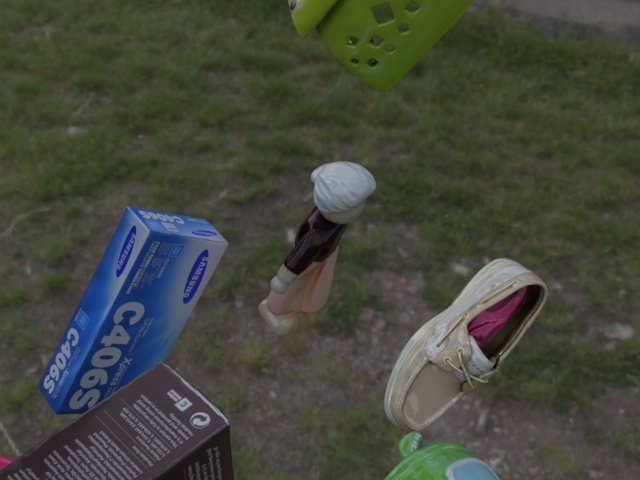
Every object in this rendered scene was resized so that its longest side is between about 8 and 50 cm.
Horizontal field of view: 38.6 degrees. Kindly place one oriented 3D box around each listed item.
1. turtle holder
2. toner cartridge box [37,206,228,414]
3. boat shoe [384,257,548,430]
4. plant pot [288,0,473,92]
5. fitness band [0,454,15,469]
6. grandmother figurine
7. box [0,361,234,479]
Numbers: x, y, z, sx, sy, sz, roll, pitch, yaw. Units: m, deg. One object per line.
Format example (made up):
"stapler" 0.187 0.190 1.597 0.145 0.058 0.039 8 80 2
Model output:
"turtle holder" 0.201 0.463 1.526 0.243 0.320 0.227 -46 49 -10
"toner cartridge box" -0.299 0.119 1.451 0.165 0.348 0.075 8 27 -50
"boat shoe" 0.118 0.087 0.737 0.170 0.063 0.059 -52 24 -5
"plant pot" 0.071 -0.401 1.380 0.207 0.228 0.227 21 41 -31
"fitness band" -0.606 0.386 1.530 0.291 0.054 0.209 17 -7 1
"grandmother figurine" 0.000 0.000 1.374 0.104 0.342 0.208 25 52 -1
"box" -0.282 0.332 1.041 0.143 0.191 0.381 34 51 30
